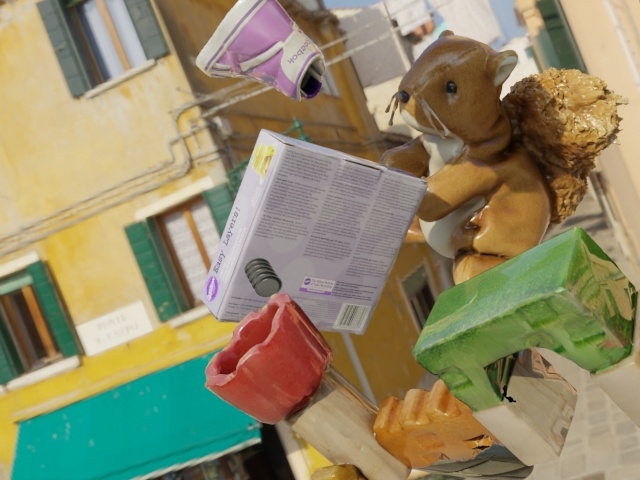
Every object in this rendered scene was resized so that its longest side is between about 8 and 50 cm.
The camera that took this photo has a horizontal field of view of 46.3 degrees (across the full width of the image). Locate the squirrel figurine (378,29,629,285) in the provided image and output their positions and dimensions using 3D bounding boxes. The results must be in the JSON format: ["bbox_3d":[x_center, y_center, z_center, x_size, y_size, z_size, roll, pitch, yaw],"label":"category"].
[{"bbox_3d":[0.283,-0.167,1.233,0.397,0.370,0.281,-19,28,-12],"label":"squirrel figurine"}]

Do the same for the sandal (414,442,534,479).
[{"bbox_3d":[0.134,0.228,0.885,0.120,0.086,0.303,14,-12,-17],"label":"sandal"}]

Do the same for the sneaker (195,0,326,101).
[{"bbox_3d":[-0.083,-0.248,1.067,0.102,0.161,0.282,-52,15,-7],"label":"sneaker"}]

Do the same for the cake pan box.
[{"bbox_3d":[0.000,0.000,1.007,0.267,0.245,0.070,10,20,-37],"label":"cake pan box"}]

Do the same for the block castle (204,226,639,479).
[{"bbox_3d":[0.048,0.096,0.327,0.453,0.213,0.303,-33,19,45],"label":"block castle"}]
